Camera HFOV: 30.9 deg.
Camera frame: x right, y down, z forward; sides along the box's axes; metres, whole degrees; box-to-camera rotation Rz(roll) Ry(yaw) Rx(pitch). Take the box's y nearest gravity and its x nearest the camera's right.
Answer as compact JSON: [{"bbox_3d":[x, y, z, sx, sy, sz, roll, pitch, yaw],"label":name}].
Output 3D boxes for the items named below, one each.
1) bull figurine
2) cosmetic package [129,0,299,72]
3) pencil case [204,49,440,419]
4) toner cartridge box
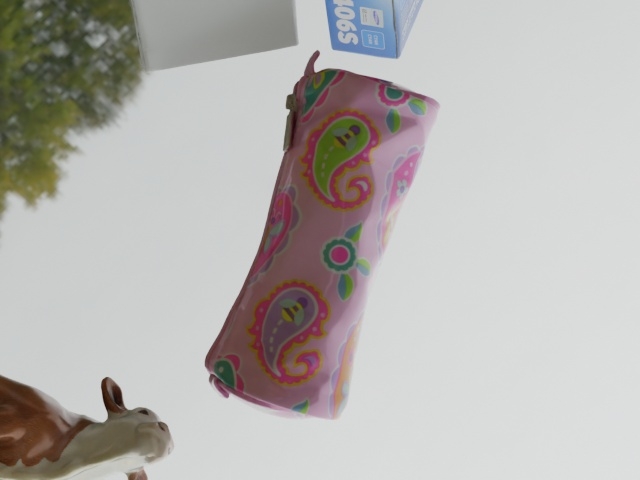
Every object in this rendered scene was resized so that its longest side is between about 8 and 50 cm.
[{"bbox_3d":[-0.272,0.146,0.885,0.310,0.188,0.101,13,-81,17],"label":"bull figurine"},{"bbox_3d":[-0.110,-0.298,0.953,0.138,0.224,0.224,-10,-138,-8],"label":"cosmetic package"},{"bbox_3d":[0.000,0.000,0.917,0.124,0.124,0.284,10,-99,53],"label":"pencil case"},{"bbox_3d":[0.091,-0.365,1.177,0.075,0.165,0.347,12,-123,17],"label":"toner cartridge box"}]
